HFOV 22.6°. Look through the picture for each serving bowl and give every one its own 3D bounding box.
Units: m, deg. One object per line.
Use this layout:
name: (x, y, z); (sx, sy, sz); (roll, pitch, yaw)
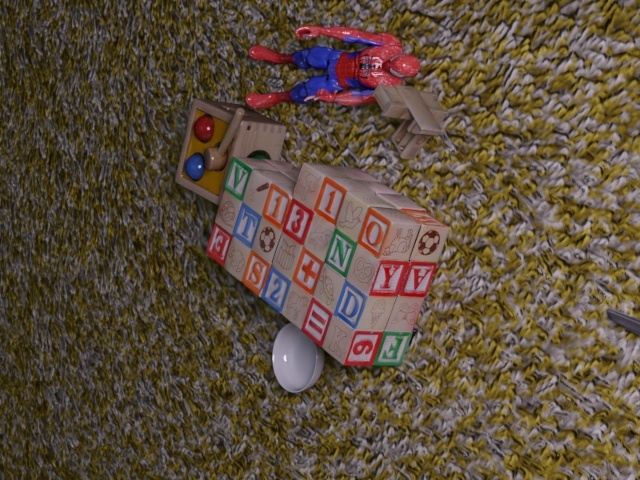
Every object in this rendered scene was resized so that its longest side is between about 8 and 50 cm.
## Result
serving bowl: (-0.021, 0.137, 1.888); (0.083, 0.027, 0.083); (-6, 82, 51)

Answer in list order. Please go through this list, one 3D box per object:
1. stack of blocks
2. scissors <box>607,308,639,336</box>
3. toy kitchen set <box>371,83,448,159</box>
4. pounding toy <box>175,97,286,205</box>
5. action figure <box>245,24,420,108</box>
stack of blocks: (0.000, 0.000, 1.828); (0.297, 0.087, 0.171); (35, 113, 46)
scissors: (0.371, 0.112, 1.427); (0.297, 0.021, 0.109); (49, 126, 42)
toy kitchen set: (0.090, -0.116, 1.731); (0.075, 0.083, 0.068); (-54, 49, 33)
pounding toy: (-0.112, -0.112, 1.962); (0.141, 0.100, 0.130); (28, 109, 48)
action figure: (-0.011, -0.195, 1.828); (0.280, 0.139, 0.091); (2, 90, 48)
